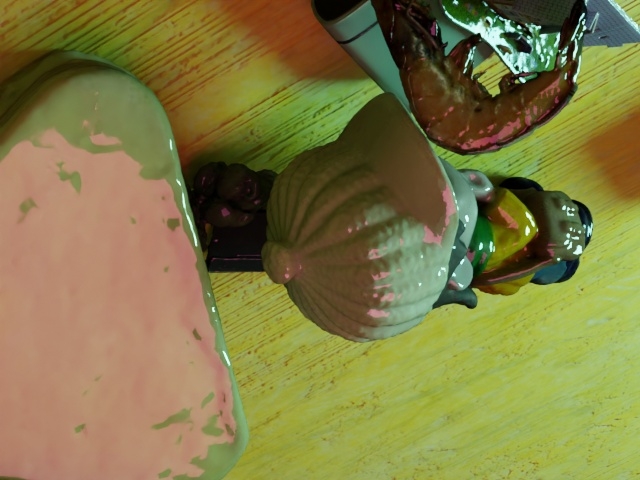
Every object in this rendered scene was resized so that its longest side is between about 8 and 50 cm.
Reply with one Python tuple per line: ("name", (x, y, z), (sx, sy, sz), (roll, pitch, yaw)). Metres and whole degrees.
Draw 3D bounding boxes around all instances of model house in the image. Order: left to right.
("model house", (0.191, -0.192, 0.825), (0.167, 0.088, 0.117), (30, 85, -44))

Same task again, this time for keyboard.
("keyboard", (0.000, 0.000, 1.037), (0.231, 0.023, 0.072), (1, 126, -22))

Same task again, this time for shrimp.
("shrimp", (0.119, -0.166, 0.764), (0.148, 0.035, 0.195), (-22, 96, 11))

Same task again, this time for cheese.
("cheese", (-0.212, 0.025, 0.829), (0.384, 0.104, 0.383), (-5, 109, -16))

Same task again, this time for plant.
("plant", (-0.116, -0.022, 0.936), (0.174, 0.087, 0.085), (-29, 166, 17))

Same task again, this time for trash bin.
("trash bin", (0.075, -0.184, 0.851), (0.116, 0.059, 0.130), (-36, 136, 15))

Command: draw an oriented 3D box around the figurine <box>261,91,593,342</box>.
("figurine", (0.099, 0.006, 0.931), (0.332, 0.185, 0.204), (21, 96, -44))
